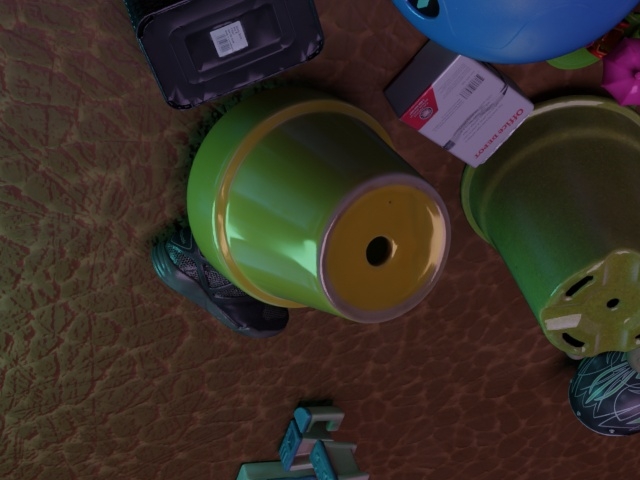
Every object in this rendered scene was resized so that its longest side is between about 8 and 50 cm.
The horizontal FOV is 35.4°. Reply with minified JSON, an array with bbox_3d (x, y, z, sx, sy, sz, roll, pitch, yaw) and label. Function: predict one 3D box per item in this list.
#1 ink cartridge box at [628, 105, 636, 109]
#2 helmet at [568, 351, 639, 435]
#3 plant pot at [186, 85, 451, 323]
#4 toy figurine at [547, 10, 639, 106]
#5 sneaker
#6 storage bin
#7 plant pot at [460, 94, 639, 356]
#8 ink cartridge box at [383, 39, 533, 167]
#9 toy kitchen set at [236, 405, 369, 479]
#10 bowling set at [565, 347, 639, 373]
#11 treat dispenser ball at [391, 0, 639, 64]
[{"bbox_3d":[0.530,-0.135,1.346,0.255,0.097,0.189,-6,136,3],"label":"ink cartridge box"},{"bbox_3d":[0.505,0.245,1.678,0.169,0.169,0.161,-44,148,18],"label":"helmet"},{"bbox_3d":[0.010,-0.025,1.113,0.254,0.239,0.254,-11,113,-26],"label":"plant pot"},{"bbox_3d":[0.369,-0.217,1.202,0.173,0.159,0.130,12,124,-32],"label":"toy figurine"},{"bbox_3d":[-0.094,0.042,1.289,0.130,0.087,0.227,-36,129,19],"label":"sneaker"},{"bbox_3d":[-0.100,-0.230,1.044,0.180,0.084,0.122,-23,135,-3],"label":"storage bin"},{"bbox_3d":[0.340,-0.002,1.283,0.276,0.254,0.276,-4,132,-5],"label":"plant pot"},{"bbox_3d":[0.170,-0.171,1.225,0.150,0.063,0.109,26,116,-39],"label":"ink cartridge box"},{"bbox_3d":[-0.032,0.374,1.559,0.122,0.166,0.207,2,129,-25],"label":"toy kitchen set"},{"bbox_3d":[0.531,0.103,1.586,0.287,0.200,0.154,11,134,24],"label":"bowling set"},{"bbox_3d":[0.186,-0.312,0.946,0.288,0.288,0.288,-12,133,-13],"label":"treat dispenser ball"}]
